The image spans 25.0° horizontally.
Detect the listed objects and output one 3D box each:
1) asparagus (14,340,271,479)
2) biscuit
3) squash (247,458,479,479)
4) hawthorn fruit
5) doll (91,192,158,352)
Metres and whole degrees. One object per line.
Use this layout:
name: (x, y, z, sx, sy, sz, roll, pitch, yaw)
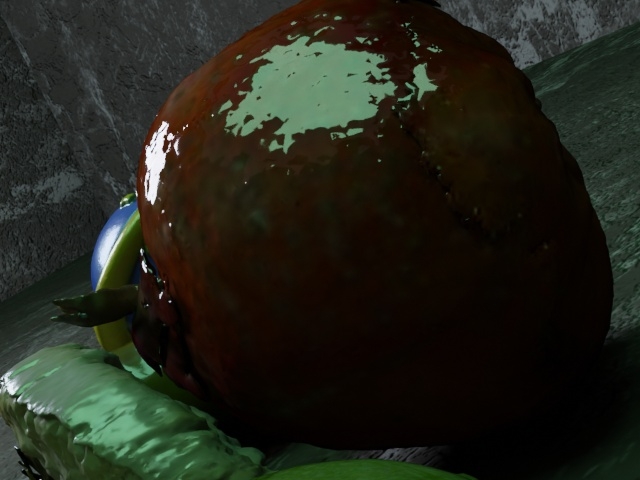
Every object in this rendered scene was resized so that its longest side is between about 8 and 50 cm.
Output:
asparagus: (-0.038, 0.080, 1.029, 0.382, 0.128, 0.108, -29, 44, -24)
biscuit: (-0.098, 0.125, 0.780, 0.084, 0.179, 0.281, -53, 8, -15)
squash: (-0.051, 0.157, 0.563, 0.370, 0.118, 0.118, -21, 9, 48)
hawthorn fruit: (0.000, 0.000, 0.806, 0.307, 0.276, 0.276, -15, 9, 5)
doll: (-0.105, 0.074, 1.203, 0.311, 0.243, 0.159, -51, -18, -33)
